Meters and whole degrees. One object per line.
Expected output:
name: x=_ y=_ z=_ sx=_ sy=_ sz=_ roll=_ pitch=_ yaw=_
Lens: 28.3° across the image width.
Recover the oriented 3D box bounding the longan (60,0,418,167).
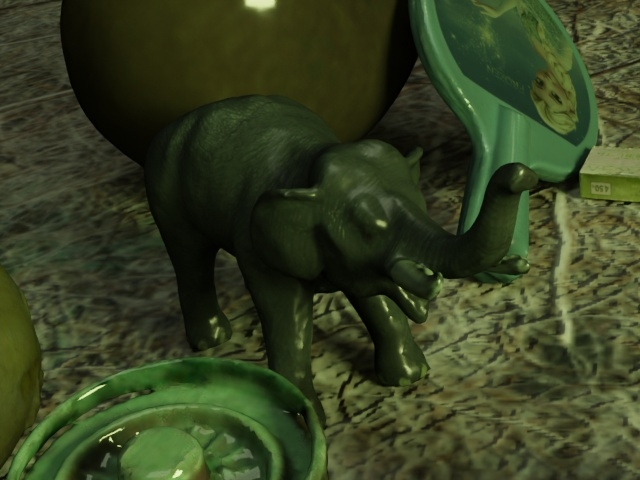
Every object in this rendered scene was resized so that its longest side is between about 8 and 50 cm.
longan: x=-0.047 y=-0.124 z=0.742 sx=0.196 sy=0.196 sz=0.220 roll=19 pitch=30 yaw=40

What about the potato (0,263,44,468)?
potato: x=-0.224 y=0.057 z=0.496 sx=0.235 sy=0.160 sz=0.178 roll=-13 pitch=65 yaw=-38

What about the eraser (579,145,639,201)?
eraser: x=0.187 y=-0.035 z=0.695 sx=0.083 sy=0.019 sz=0.038 roll=7 pitch=30 yaw=24

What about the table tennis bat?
table tennis bat: x=0.101 y=-0.074 z=0.698 sx=0.038 sy=0.149 sz=0.237 roll=-32 pitch=32 yaw=38

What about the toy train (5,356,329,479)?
toy train: x=-0.010 y=0.156 z=0.276 sx=0.304 sy=0.150 sz=0.221 roll=12 pitch=41 yaw=30

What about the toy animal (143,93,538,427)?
toy animal: x=0.003 y=0.009 z=0.544 sx=0.082 sy=0.137 sz=0.269 roll=-21 pitch=23 yaw=-28
